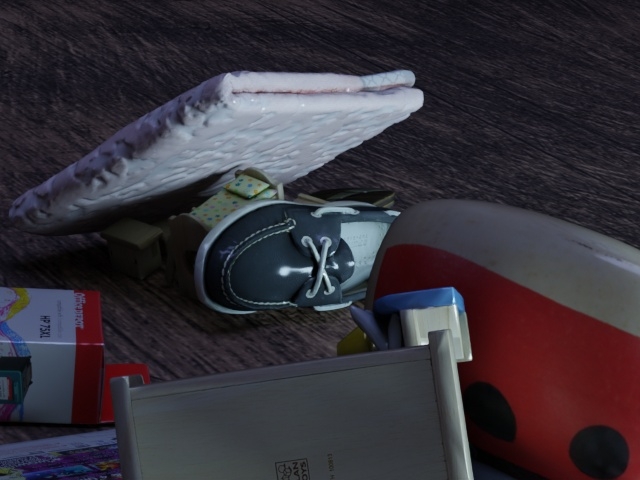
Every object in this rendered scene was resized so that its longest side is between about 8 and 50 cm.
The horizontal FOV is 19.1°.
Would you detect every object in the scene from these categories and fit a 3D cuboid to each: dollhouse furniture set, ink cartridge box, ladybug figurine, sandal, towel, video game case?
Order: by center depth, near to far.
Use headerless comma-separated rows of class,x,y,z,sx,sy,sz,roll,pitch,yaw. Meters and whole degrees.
dollhouse furniture set,0.010,0.185,1.224,0.198,0.286,0.303,-8,-4,7
video game case,-0.188,0.178,1.381,0.232,0.042,0.210,-5,4,-30
ladybug figurine,0.186,0.109,1.459,0.305,0.162,0.449,45,-17,-29
ink cartridge box,-0.257,0.096,1.630,0.231,0.078,0.134,2,19,-10
towel,-0.104,-0.091,1.942,0.332,0.053,0.317,-29,-14,38
dollhouse furniture set,-0.109,-0.036,1.954,0.161,0.101,0.182,18,39,34
sandal,0.000,0.000,2.036,0.090,0.060,0.219,9,32,31

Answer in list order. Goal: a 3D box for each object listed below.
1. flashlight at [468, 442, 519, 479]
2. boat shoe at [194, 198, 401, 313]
flashlight,0.156,0.220,1.360,0.103,0.103,0.304,8,7,-39
boat shoe,0.000,0.013,1.895,0.091,0.114,0.302,12,19,37
